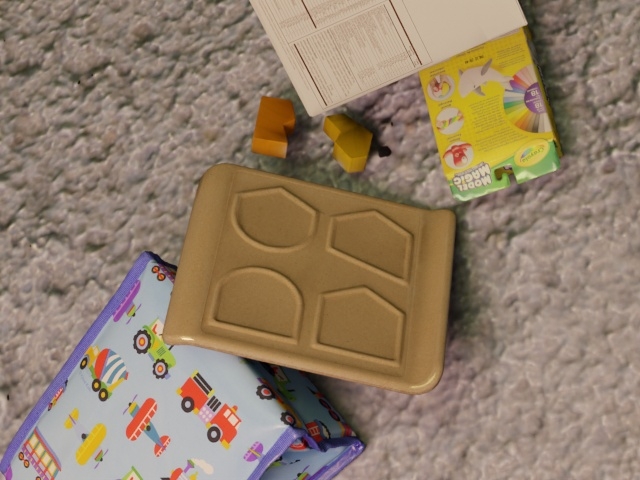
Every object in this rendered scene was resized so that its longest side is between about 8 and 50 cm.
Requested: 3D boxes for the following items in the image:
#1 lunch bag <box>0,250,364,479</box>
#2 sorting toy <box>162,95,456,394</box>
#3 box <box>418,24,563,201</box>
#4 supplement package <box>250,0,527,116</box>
[{"bbox_3d":[-0.150,0.196,1.453,0.293,0.138,0.221,-47,63,10],"label":"lunch bag"},{"bbox_3d":[0.000,0.000,1.452,0.229,0.041,0.307,10,45,-1],"label":"sorting toy"},{"bbox_3d":[0.149,-0.121,1.491,0.105,0.043,0.179,-18,62,15],"label":"box"},{"bbox_3d":[0.053,-0.243,1.470,0.203,0.149,0.194,-22,26,13],"label":"supplement package"}]
